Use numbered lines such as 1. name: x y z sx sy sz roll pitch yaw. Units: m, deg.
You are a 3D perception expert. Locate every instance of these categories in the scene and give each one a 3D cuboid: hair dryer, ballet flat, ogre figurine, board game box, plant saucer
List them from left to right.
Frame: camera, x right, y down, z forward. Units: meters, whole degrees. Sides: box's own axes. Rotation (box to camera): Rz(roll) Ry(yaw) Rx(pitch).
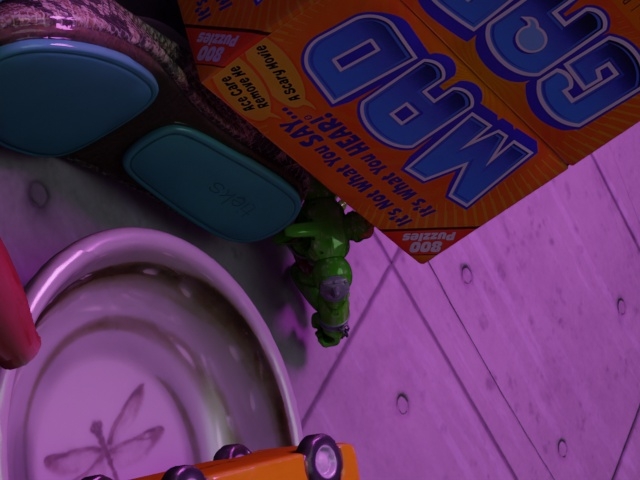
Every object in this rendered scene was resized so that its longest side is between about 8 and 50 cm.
1. hair dryer: -0.281 -0.041 1.422 0.294 0.080 0.223 68 12 5
2. ballet flat: -0.179 -0.138 1.662 0.483 0.164 0.182 27 38 -55
3. plant saucer: -0.165 0.193 1.604 0.400 0.100 0.401 20 64 -50
4. ogre figurine: 0.000 0.000 1.880 0.118 0.096 0.197 123 -23 -77
5. board game box: 0.096 -0.273 1.780 0.356 0.356 0.357 39 25 -43

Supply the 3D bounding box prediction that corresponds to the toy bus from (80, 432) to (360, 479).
1. toy bus: -0.096 0.238 1.507 0.332 0.108 0.130 -5 85 -55
